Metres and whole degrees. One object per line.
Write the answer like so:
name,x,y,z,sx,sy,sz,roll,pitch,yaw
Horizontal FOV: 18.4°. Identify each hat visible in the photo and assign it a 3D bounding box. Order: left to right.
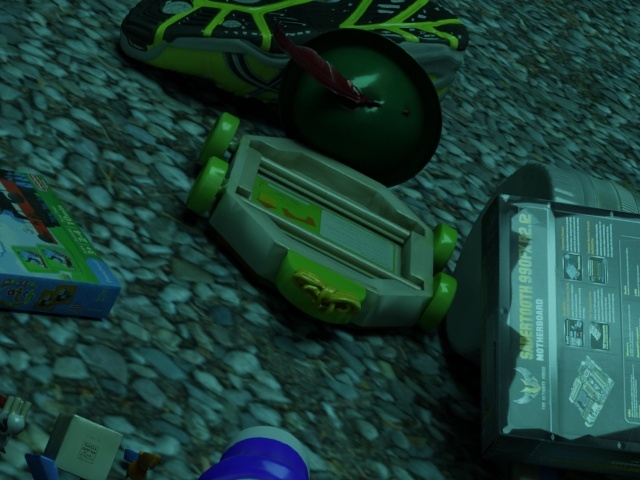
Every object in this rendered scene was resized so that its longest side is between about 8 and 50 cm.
hat,0.009,-0.115,2.002,0.208,0.173,0.183,41,26,-3

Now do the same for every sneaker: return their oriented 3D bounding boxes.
sneaker,-0.030,-0.188,2.167,0.385,0.147,0.145,5,32,-13

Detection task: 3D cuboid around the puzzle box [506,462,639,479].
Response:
puzzle box,0.287,0.257,1.617,0.272,0.052,0.409,14,23,0

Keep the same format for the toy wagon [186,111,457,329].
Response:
toy wagon,0.000,0.000,1.879,0.267,0.068,0.344,27,23,-8

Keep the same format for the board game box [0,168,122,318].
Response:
board game box,-0.283,-0.007,1.578,0.211,0.039,0.160,7,32,-43

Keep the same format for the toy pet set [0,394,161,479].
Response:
toy pet set,-0.172,0.159,1.369,0.122,0.065,0.114,25,-12,-20

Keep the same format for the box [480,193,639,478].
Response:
box,0.230,0.083,1.689,0.183,0.056,0.231,7,62,-10

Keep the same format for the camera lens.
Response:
camera lens,0.285,0.068,1.887,0.274,0.219,0.219,23,23,-17

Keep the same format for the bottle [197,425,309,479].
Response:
bottle,-0.051,0.218,1.318,0.118,0.092,0.283,27,22,-6
